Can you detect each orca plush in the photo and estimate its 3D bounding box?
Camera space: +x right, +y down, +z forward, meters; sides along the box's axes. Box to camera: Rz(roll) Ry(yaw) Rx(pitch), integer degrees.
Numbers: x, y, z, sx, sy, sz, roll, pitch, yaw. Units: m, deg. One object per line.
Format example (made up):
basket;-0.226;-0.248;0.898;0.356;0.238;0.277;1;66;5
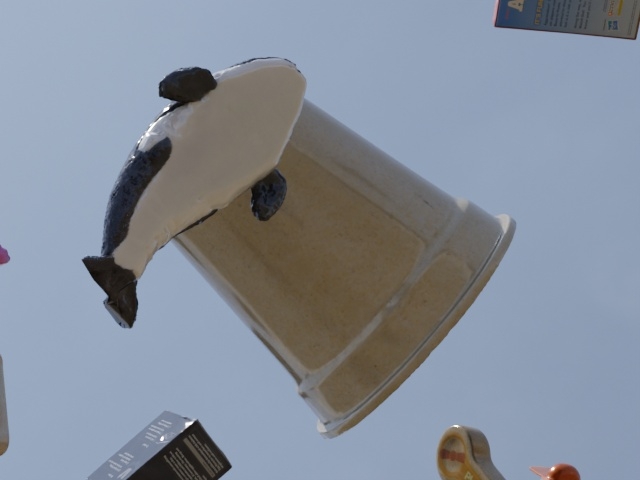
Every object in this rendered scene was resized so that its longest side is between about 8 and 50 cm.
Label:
orca plush;-0.121;-0.048;1.249;0.151;0.287;0.102;34;-25;-24

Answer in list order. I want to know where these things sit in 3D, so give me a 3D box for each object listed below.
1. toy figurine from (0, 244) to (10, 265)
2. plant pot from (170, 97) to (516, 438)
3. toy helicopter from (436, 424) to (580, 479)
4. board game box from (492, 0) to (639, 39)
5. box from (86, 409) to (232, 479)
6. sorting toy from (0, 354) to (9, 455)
toy figurine;-0.271;0.016;0.930;0.173;0.159;0.130;-31;-52;-50
plant pot;0.000;0.000;1.609;0.305;0.334;0.334;42;-66;-4
toy helicopter;0.242;0.339;1.734;0.140;0.355;0.235;8;-63;-30
board game box;0.255;-0.333;1.339;0.145;0.027;0.281;5;-62;-3
box;-0.231;0.331;2.002;0.158;0.156;0.093;-40;-77;-18
sorting toy;-0.527;0.209;1.927;0.193;0.208;0.038;6;-57;-20
